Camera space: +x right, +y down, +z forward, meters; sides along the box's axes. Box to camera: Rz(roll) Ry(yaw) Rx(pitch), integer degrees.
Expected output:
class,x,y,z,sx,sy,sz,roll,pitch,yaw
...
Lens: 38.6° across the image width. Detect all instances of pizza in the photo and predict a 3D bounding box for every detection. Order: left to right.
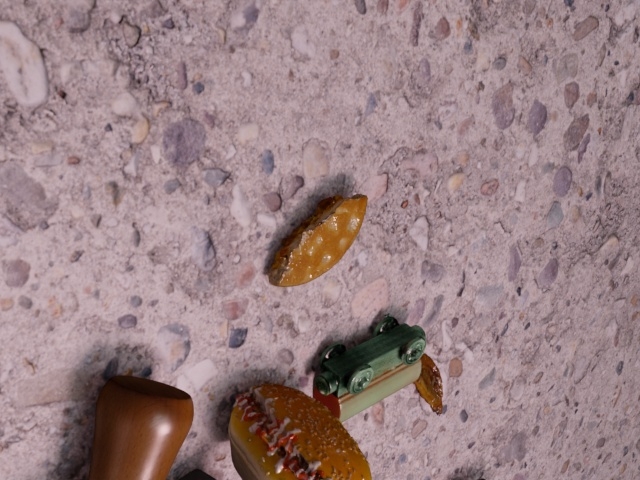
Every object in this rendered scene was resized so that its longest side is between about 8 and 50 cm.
class,x,y,z,sx,sy,sz,roll,pitch,yaw
pizza,-0.002,-0.001,1.661,0.246,0.058,0.127,-53,136,-13

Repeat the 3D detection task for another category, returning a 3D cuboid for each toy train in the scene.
class,x,y,z,sx,sy,sz,roll,pitch,yaw
toy train,0.102,0.269,1.846,0.285,0.116,0.177,-22,132,-39

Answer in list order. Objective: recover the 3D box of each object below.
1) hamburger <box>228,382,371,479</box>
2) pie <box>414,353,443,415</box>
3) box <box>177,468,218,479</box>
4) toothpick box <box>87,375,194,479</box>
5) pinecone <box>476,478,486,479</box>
class,x,y,z,sx,sy,sz,roll,pitch,yaw
hamburger,-0.036,0.373,1.612,0.227,0.295,0.151,2,115,-39
pie,0.239,0.312,2.049,0.191,0.033,0.088,55,51,-40
box,-0.207,0.532,1.617,0.163,0.135,0.243,-28,125,-33
toothpick box,-0.302,0.371,1.424,0.192,0.192,0.295,17,88,-47
pinecone,0.375,0.677,2.220,0.207,0.207,0.208,-19,119,-39
